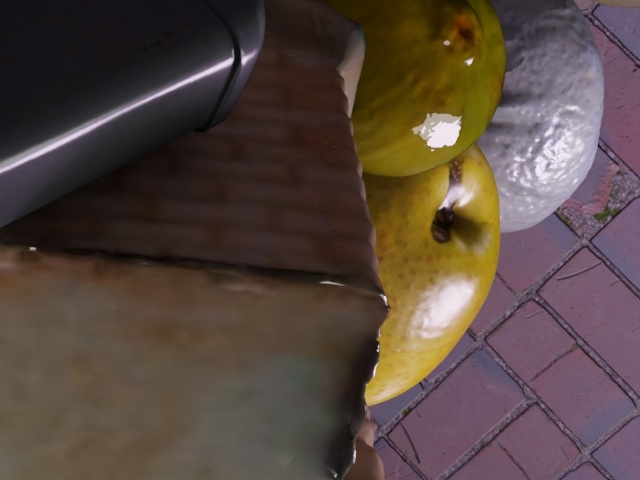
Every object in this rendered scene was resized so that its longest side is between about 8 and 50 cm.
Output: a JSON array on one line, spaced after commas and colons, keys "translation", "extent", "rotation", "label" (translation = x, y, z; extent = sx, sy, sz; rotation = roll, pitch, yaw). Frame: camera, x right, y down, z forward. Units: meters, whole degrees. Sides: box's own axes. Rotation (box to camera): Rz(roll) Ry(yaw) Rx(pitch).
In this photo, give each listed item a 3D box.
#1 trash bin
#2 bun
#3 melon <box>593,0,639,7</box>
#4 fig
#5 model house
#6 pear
[{"translation": [-0.148, -0.118, 0.708], "extent": [0.236, 0.177, 0.101], "rotation": [-33, 168, -35], "label": "trash bin"}, {"translation": [0.177, -0.173, 1.570], "extent": [0.211, 0.362, 0.362], "rotation": [-13, 157, -30], "label": "bun"}, {"translation": [0.355, -0.399, 1.459], "extent": [0.330, 0.268, 0.268], "rotation": [-10, 152, -36], "label": "melon"}, {"translation": [0.054, -0.157, 1.149], "extent": [0.207, 0.207, 0.230], "rotation": [-42, -169, -14], "label": "fig"}, {"translation": [-0.149, 0.040, 0.967], "extent": [0.400, 0.395, 0.445], "rotation": [-91, -171, -48], "label": "model house"}, {"translation": [0.000, 0.000, 1.404], "extent": [0.418, 0.362, 0.362], "rotation": [-4, -155, 44], "label": "pear"}]
